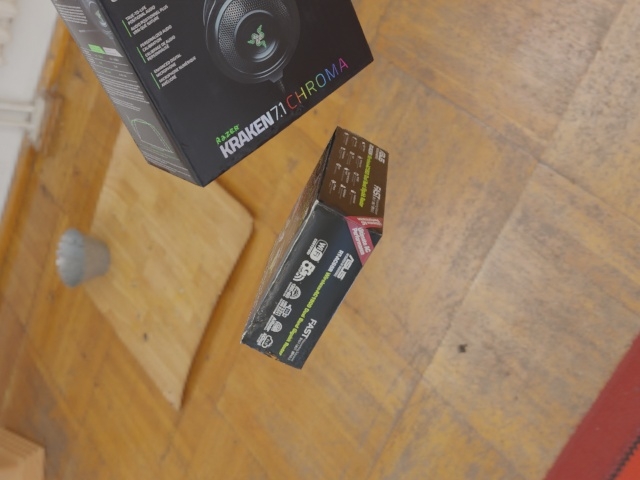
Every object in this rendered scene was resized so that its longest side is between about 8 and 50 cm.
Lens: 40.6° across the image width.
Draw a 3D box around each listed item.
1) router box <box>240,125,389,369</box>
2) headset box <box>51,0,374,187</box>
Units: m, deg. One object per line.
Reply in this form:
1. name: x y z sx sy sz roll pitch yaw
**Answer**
1. router box: 0.000 0.000 0.483 0.092 0.038 0.122 -60 7 26
2. headset box: -0.115 -0.243 0.850 0.131 0.246 0.283 23 145 51
